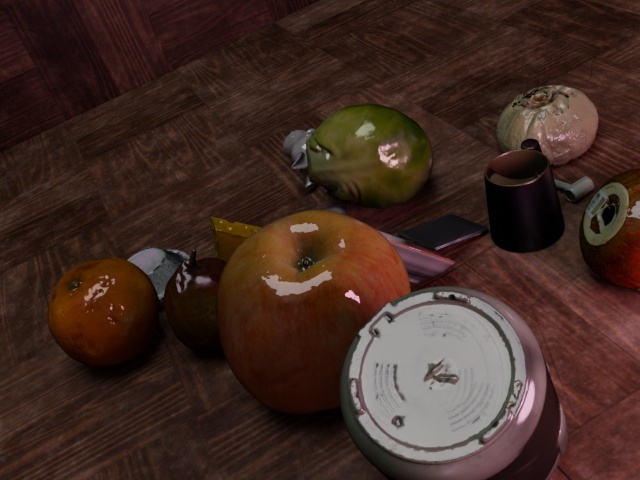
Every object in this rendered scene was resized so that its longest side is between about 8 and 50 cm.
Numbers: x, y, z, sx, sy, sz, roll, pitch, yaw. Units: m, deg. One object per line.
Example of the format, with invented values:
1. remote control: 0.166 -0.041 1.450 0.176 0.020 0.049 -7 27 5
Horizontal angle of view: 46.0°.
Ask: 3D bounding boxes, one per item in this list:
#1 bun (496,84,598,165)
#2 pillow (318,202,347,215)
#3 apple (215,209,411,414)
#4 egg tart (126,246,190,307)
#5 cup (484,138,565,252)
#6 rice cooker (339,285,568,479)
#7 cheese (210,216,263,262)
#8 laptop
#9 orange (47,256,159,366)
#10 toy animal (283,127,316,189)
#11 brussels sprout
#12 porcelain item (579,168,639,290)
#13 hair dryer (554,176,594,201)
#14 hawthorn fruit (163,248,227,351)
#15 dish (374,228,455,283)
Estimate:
1. bun: 0.577 -0.305 1.929 0.259 0.152 0.259 -13 33 9
2. pillow: 0.000 0.000 1.856 0.186 0.106 0.250 -26 31 5
3. apple: -0.014 0.131 1.482 0.391 0.347 0.391 -9 39 8
4. egg tart: -0.450 0.089 1.983 0.234 0.094 0.234 -13 33 9
5. cup: 0.449 -0.114 1.712 0.166 0.177 0.239 -13 35 12
6. rice cooker: 0.210 0.270 1.197 0.335 0.325 0.335 -11 56 17
7. cheese: -0.194 -0.001 1.988 0.171 0.126 0.093 -8 26 -14
8. laptop: 0.287 -0.020 1.766 0.180 0.016 0.129 -20 30 -32
9. orange: -0.507 0.168 1.778 0.261 0.261 0.261 -14 35 10
10. toy animal: -0.031 -0.244 2.201 0.130 0.104 0.221 -21 35 -2
11. brussels sprout: 0.123 -0.204 1.942 0.344 0.344 0.268 -5 72 22
12. porcelain item: 0.646 -0.013 1.482 0.253 0.253 0.253 -14 35 10
13. hair dryer: 0.584 -0.131 1.797 0.063 0.038 0.124 -31 29 -17
14. hawthorn fruit: -0.255 0.124 1.698 0.208 0.248 0.208 -16 31 10
15. dish: 0.161 0.038 1.672 0.260 0.260 0.085 25 97 46
